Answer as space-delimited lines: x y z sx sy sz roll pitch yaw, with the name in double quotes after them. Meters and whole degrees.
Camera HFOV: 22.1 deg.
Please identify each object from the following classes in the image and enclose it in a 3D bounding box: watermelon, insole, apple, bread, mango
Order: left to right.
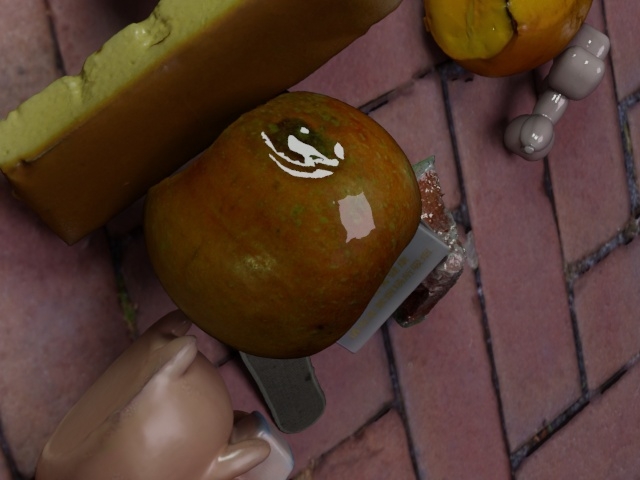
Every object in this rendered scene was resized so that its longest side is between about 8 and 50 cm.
-0.109 -0.143 1.374 0.361 0.077 0.138 -36 150 4 "bread"
-0.036 -0.017 1.402 0.207 0.237 0.237 37 64 -5 "apple"
-0.039 0.117 1.631 0.080 0.003 0.232 -26 134 -13 "insole"
0.105 0.007 1.737 0.071 0.139 0.187 -1 100 -22 "watermelon"
0.227 -0.283 1.812 0.257 0.138 0.187 -18 98 -47 "mango"

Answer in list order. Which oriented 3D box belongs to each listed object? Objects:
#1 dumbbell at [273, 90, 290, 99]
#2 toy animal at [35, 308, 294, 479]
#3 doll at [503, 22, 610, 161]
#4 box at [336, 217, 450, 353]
-0.067 -0.142 1.565 0.069 0.069 0.147 -52 130 -28 "dumbbell"
-0.131 0.223 1.463 0.213 0.195 0.256 -36 105 -1 "toy animal"
0.270 -0.163 1.886 0.160 0.059 0.161 -58 -177 29 "doll"
0.000 0.000 1.615 0.155 0.067 0.243 -50 134 8 "box"
